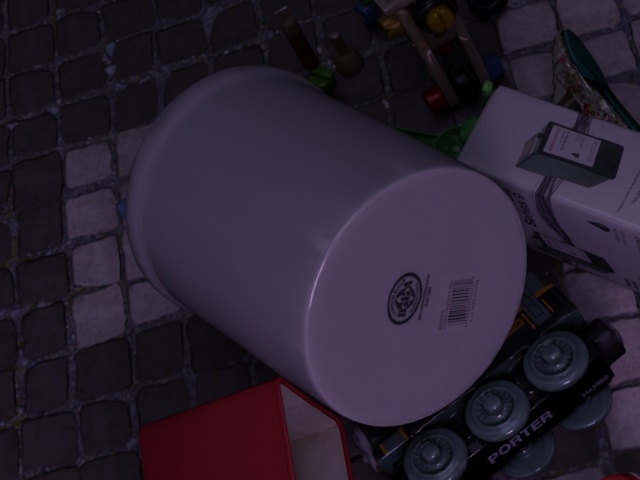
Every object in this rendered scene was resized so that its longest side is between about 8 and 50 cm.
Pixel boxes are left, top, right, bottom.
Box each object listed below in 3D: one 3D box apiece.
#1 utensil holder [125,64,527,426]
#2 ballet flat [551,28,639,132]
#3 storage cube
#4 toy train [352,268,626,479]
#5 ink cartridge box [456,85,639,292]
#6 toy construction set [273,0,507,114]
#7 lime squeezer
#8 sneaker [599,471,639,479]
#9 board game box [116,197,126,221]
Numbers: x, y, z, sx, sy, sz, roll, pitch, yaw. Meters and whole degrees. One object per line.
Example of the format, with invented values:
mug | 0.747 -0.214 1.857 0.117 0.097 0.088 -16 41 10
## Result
utensil holder | 0.000 0.000 1.672 0.327 0.327 0.385 -48 39 -8
ballet flat | 0.343 -0.172 1.844 0.077 0.091 0.241 -42 51 22
storage cube | -0.079 0.297 1.684 0.193 0.183 0.215 -21 59 17
toy train | 0.193 0.185 1.688 0.334 0.142 0.190 -39 45 0
ink cartridge box | 0.329 -0.048 1.706 0.289 0.211 0.121 23 75 30
toy construction set | 0.087 -0.316 1.919 0.309 0.237 0.257 -12 60 15
lime squeezer | 0.174 -0.148 1.854 0.059 0.110 0.310 -47 15 -21
sneaker | 0.260 0.363 1.564 0.107 0.118 0.279 33 87 31
board game box | -0.138 -0.077 2.003 0.281 0.027 0.145 -35 56 0
